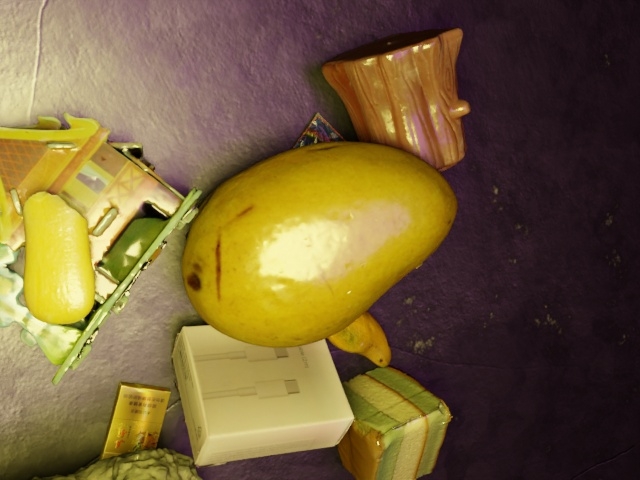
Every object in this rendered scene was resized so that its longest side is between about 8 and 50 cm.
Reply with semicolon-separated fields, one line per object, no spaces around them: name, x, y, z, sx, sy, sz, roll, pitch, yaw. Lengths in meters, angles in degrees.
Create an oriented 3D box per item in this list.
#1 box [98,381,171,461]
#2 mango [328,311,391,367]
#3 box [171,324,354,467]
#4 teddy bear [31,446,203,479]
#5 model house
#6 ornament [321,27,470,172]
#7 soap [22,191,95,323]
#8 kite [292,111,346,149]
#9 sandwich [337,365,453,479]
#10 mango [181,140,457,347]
box;-0.311;0.318;1.220;0.089;0.022;0.156;16;92;-25
mango;0.065;0.164;1.329;0.190;0.075;0.098;34;40;-35
box;-0.099;0.242;1.198;0.251;0.203;0.106;1;137;-26
teddy bear;-0.343;0.436;1.099;0.367;0.224;0.357;-14;150;2
model house;-0.394;-0.012;1.059;0.313;0.242;0.358;36;84;-8
ornament;0.141;-0.231;1.249;0.235;0.221;0.217;-14;110;7
soap;-0.334;0.023;0.935;0.089;0.033;0.168;0;87;-11
kite;0.009;-0.111;1.303;0.321;0.016;0.234;-9;100;-23
sandwich;0.133;0.364;1.314;0.155;0.227;0.198;-20;105;-20
mango;0.000;0.000;1.148;0.445;0.220;0.301;-17;90;6
